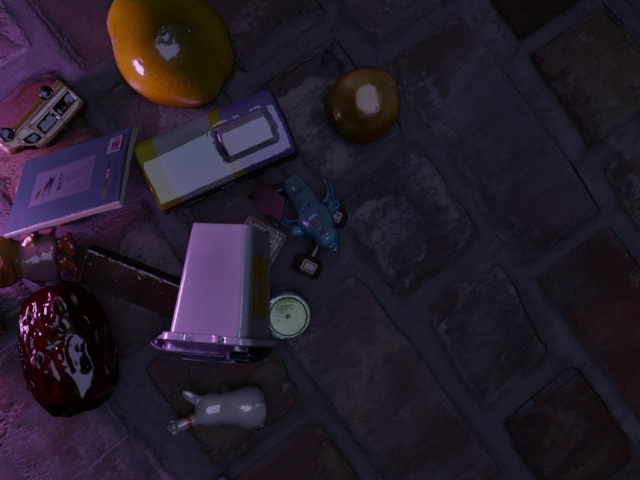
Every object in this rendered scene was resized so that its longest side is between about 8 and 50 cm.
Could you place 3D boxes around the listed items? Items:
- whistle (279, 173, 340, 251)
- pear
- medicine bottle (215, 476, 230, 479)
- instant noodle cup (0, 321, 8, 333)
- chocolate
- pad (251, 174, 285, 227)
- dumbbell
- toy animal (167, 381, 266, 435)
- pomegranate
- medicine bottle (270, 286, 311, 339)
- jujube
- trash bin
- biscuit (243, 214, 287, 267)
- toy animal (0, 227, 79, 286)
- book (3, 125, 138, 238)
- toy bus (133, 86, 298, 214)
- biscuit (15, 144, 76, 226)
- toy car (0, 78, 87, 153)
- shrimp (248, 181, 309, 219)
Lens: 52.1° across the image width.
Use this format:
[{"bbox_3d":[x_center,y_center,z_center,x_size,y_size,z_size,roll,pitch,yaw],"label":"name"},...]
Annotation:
[{"bbox_3d":[-0.025,-0.078,1.905,0.186,0.093,0.273,-34,67,7],"label":"whistle"},{"bbox_3d":[-0.428,-0.571,1.866,0.387,0.191,0.340,36,84,-6],"label":"pear"},{"bbox_3d":[-0.268,0.790,1.901,0.135,0.135,0.168,-40,96,-7],"label":"medicine bottle"},{"bbox_3d":[-0.985,0.202,1.779,0.216,0.216,0.172,-17,83,-8],"label":"instant noodle cup"},{"bbox_3d":[-0.530,0.123,1.889,0.321,0.112,0.111,22,95,-8],"label":"chocolate"},{"bbox_3d":[-0.154,-0.109,1.894,0.113,0.187,0.006,41,66,9],"label":"pad"},{"bbox_3d":[0.000,0.000,1.974,0.092,0.082,0.230,27,86,-8],"label":"dumbbell"},{"bbox_3d":[-0.296,0.487,1.907,0.283,0.138,0.140,-4,82,-1],"label":"toy animal"},{"bbox_3d":[0.129,-0.400,1.934,0.233,0.233,0.233,0,89,-8],"label":"pomegranate"},{"bbox_3d":[-0.103,0.213,1.926,0.148,0.143,0.147,0,92,-7],"label":"medicine bottle"},{"bbox_3d":[-0.691,0.303,1.792,0.259,0.258,0.376,-19,97,-8],"label":"jujube"},{"bbox_3d":[-0.276,0.142,1.772,0.296,0.256,0.367,1,81,17],"label":"trash bin"},{"bbox_3d":[-0.255,0.135,1.938,0.144,0.078,0.425,30,87,-7],"label":"biscuit"},{"bbox_3d":[-0.825,0.050,1.796,0.281,0.169,0.195,-16,127,-31],"label":"toy animal"},{"bbox_3d":[-0.661,-0.155,1.733,0.380,0.031,0.264,-13,54,19],"label":"book"},{"bbox_3d":[-0.284,-0.254,1.852,0.440,0.249,0.209,-24,93,-7],"label":"toy bus"},{"bbox_3d":[-0.756,-0.163,1.890,0.203,0.041,0.260,33,87,-6],"label":"biscuit"},{"bbox_3d":[-0.786,-0.331,1.858,0.124,0.101,0.256,40,83,-9],"label":"toy car"},{"bbox_3d":[-0.113,-0.104,1.986,0.195,0.035,0.147,-12,93,-9],"label":"shrimp"}]
